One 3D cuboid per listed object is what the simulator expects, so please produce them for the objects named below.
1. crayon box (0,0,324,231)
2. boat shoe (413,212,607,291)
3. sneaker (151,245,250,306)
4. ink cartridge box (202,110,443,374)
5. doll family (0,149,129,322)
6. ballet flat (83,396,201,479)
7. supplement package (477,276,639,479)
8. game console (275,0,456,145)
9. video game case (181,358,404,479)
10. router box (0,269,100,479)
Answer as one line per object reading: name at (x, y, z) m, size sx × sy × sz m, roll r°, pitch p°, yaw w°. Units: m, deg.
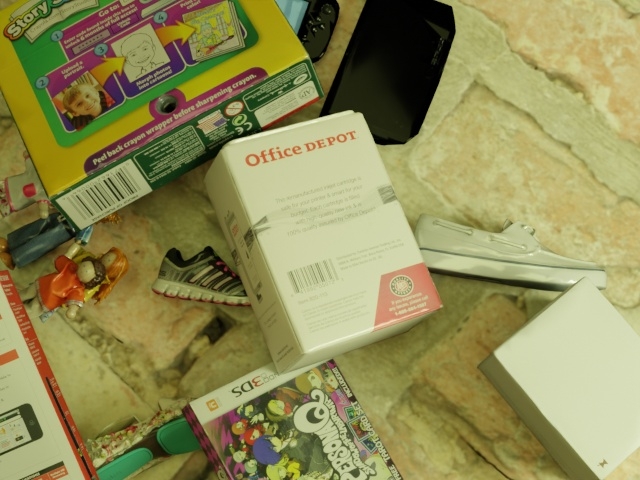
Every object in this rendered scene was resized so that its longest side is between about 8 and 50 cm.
crayon box at (-0.227, -0.234, 1.612) m, size 0.363 × 0.106 × 0.313 m, roll -29°, pitch 60°, yaw -1°
boat shoe at (0.246, 0.013, 1.619) m, size 0.258 × 0.095 × 0.084 m, roll 9°, pitch 83°, yaw 2°
sneaker at (-0.136, 0.046, 1.640) m, size 0.170 × 0.063 × 0.075 m, roll 7°, pitch 85°, yaw 8°
ink cartridge box at (0.000, 0.000, 1.589) m, size 0.207 × 0.117 × 0.283 m, roll -17°, pitch 77°, yaw -24°
doll family at (-0.340, 0.006, 1.645) m, size 0.163 × 0.118 × 0.263 m, roll -26°, pitch 61°, yaw 3°
ballet flat at (-0.217, 0.245, 1.597) m, size 0.241 × 0.091 × 0.077 m, roll -22°, pitch 49°, yaw -7°
supplement package at (0.317, 0.175, 1.529) m, size 0.149 × 0.203 × 0.194 m, roll -39°, pitch 80°, yaw -6°
game console at (-0.007, -0.276, 1.713) m, size 0.361 × 0.044 × 0.213 m, roll 20°, pitch 80°, yaw 6°
video game case at (-0.029, 0.264, 1.560) m, size 0.210 × 0.042 × 0.232 m, roll -23°, pitch 77°, yaw -31°
router box at (-0.477, 0.236, 1.500) m, size 0.335 × 0.082 × 0.301 m, roll -22°, pitch 91°, yaw -2°
